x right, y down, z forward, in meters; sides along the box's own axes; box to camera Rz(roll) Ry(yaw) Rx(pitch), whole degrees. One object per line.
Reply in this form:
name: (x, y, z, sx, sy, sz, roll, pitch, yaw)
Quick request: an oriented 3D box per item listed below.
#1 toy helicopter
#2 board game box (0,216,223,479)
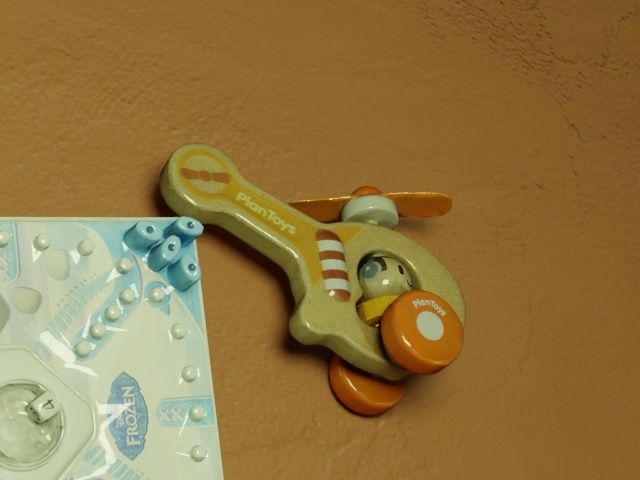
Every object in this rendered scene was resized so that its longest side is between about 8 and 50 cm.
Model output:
toy helicopter: (0.000, 0.000, 1.445, 0.355, 0.140, 0.235, 32, 50, -10)
board game box: (-0.264, 0.162, 1.236, 0.390, 0.050, 0.389, 0, 75, -29)
